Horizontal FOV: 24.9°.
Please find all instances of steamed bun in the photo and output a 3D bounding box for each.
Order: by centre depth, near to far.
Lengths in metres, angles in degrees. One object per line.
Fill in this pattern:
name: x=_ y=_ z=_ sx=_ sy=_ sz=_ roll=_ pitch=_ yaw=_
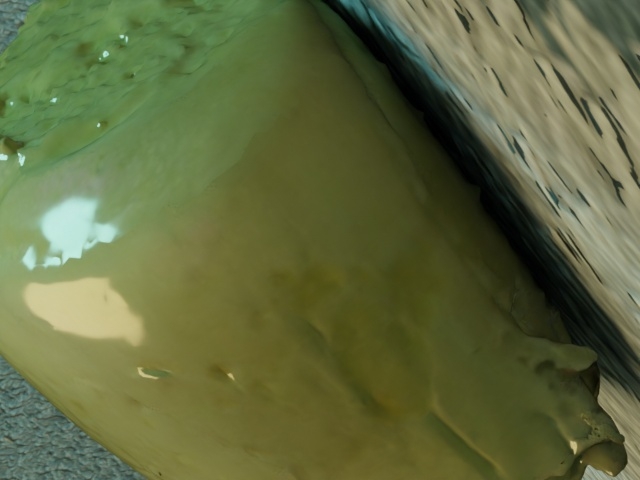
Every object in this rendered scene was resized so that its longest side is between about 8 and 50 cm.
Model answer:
steamed bun: x=-0.028 y=0.018 z=0.545 sx=0.232 sy=0.166 sz=0.273 roll=54 pitch=176 yaw=-31
